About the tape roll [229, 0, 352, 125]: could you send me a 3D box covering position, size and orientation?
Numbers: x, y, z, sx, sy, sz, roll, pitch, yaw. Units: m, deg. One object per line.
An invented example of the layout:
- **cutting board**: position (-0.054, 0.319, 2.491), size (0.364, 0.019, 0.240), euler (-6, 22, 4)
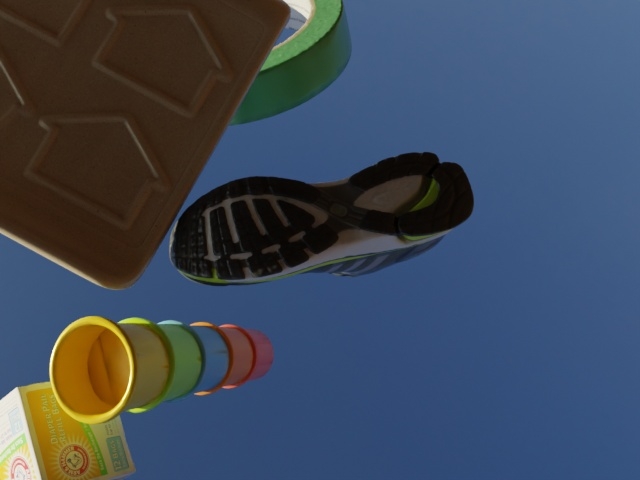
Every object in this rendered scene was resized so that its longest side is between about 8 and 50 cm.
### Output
- **tape roll**: position (-0.116, -0.296, 1.170), size (0.321, 0.077, 0.321), euler (-9, -137, 8)

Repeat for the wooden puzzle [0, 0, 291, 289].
- **wooden puzzle**: position (-0.245, -0.166, 0.775), size (0.322, 0.080, 0.348), euler (29, -103, -2)

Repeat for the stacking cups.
- **stacking cups**: position (-0.135, 0.126, 0.815), size (0.096, 0.096, 0.316), euler (55, -163, 19)

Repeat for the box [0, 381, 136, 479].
- **box**: position (-0.302, 0.232, 0.811), size (0.103, 0.203, 0.114), euler (0, -119, -50)

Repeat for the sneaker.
- **sneaker**: position (0.000, 0.000, 0.780), size (0.300, 0.121, 0.111), euler (-8, -116, -5)
